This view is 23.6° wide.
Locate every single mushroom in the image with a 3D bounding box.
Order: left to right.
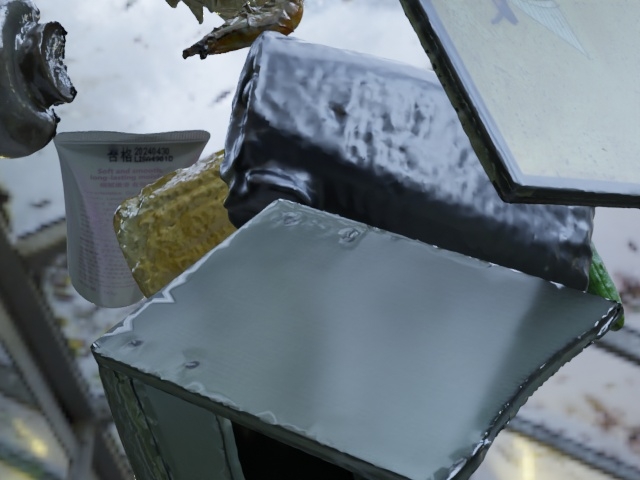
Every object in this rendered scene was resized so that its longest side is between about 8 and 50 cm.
[{"bbox_3d":[-0.360,-0.183,1.684,0.141,0.188,0.117,-12,-1,30],"label":"mushroom"}]

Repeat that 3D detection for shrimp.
[{"bbox_3d":[-0.077,-0.205,1.361,0.127,0.091,0.025,-33,-3,-18],"label":"shrimp"}]

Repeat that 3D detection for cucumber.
[{"bbox_3d":[0.246,-0.013,1.586,0.056,0.056,0.250,-19,-76,34],"label":"cucumber"}]

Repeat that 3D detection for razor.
[{"bbox_3d":[0.079,-0.054,1.271,0.327,0.189,0.107,19,-30,-17],"label":"razor"}]

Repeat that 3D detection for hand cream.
[{"bbox_3d":[-0.253,-0.041,1.948,0.186,0.118,0.358,0,-31,-13],"label":"hand cream"}]

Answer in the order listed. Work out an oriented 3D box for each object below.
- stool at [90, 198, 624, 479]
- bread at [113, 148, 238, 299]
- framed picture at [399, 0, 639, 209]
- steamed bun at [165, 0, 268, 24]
[{"bbox_3d":[0.038,0.141,0.893,0.270,0.170,0.243,17,-45,40],"label":"stool"},{"bbox_3d":[-0.104,-0.010,1.679,0.246,0.174,0.121,-27,-2,11],"label":"bread"},{"bbox_3d":[0.108,-0.160,0.844,0.255,0.338,0.014,1,-33,-46],"label":"framed picture"},{"bbox_3d":[-0.150,-0.332,1.733,0.292,0.137,0.295,23,-16,20],"label":"steamed bun"}]
